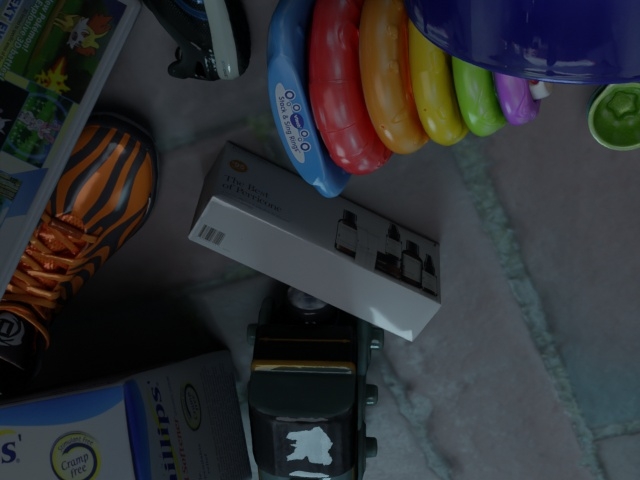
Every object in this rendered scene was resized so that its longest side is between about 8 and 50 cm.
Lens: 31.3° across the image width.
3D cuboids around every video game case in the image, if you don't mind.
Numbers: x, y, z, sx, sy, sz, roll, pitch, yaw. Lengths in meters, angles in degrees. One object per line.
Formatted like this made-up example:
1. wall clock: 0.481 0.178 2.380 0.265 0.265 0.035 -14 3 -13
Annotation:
1. video game case: -0.345 -0.123 0.918 0.300 0.329 0.036 26 163 -13

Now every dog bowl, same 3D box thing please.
1. dog bowl: 0.186 -0.219 0.801 0.265 0.265 0.104 -1 128 6

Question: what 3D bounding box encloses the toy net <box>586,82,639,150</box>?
1. toy net: 0.201 -0.166 0.975 0.232 0.045 0.122 20 126 -9

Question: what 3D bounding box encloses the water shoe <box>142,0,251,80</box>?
1. water shoe: -0.117 -0.219 0.949 0.080 0.073 0.203 -5 125 12

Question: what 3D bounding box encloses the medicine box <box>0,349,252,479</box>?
1. medicine box: -0.242 0.214 1.136 0.263 0.289 0.149 -12 88 14

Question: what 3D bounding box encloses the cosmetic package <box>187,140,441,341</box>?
1. cosmetic package: 0.000 0.000 1.086 0.239 0.099 0.060 25 122 -14

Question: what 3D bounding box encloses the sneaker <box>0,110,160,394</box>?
1. sneaker: -0.258 0.034 1.082 0.124 0.180 0.321 28 124 -15

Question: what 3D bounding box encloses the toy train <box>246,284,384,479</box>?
1. toy train: -0.012 0.198 1.165 0.142 0.190 0.334 3 131 4

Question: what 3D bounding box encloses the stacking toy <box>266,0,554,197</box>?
1. stacking toy: 0.122 -0.140 0.895 0.302 0.166 0.175 -2 126 21
